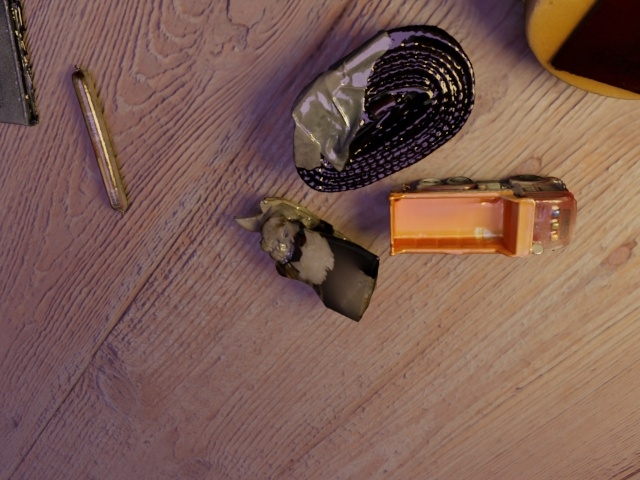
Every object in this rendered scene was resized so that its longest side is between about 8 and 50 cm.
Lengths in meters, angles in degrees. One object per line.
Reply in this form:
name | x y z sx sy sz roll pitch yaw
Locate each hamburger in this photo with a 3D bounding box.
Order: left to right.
hamburger | 0.382 -0.299 0.559 0.301 0.302 0.170 22 77 0

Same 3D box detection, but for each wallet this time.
wallet | -0.582 -0.313 0.841 0.167 0.036 0.222 8 114 6

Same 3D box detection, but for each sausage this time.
sausage | -0.388 -0.171 0.871 0.032 0.033 0.269 -4 112 11

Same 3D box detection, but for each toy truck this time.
toy truck | 0.243 -0.040 0.764 0.270 0.135 0.114 -1 112 10

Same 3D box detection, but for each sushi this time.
sushi | -0.014 0.010 0.859 0.272 0.109 0.134 27 119 13

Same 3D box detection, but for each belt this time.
belt | 0.080 -0.186 0.716 0.289 0.164 0.184 -30 110 22
